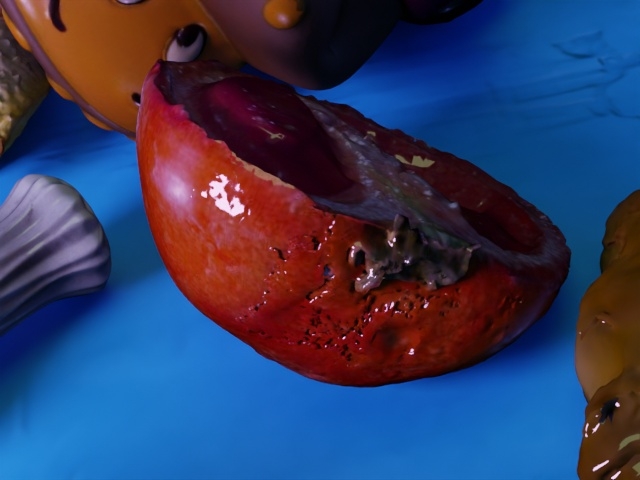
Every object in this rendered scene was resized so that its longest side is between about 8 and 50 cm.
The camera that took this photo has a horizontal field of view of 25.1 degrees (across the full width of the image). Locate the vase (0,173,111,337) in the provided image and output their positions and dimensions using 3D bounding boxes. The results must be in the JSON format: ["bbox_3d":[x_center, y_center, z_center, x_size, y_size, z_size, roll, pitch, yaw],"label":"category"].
[{"bbox_3d":[-0.162,0.030,0.630,0.081,0.081,0.149,28,51,35],"label":"vase"}]

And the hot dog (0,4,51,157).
[{"bbox_3d":[-0.216,-0.121,0.788,0.123,0.093,0.261,-14,59,-4],"label":"hot dog"}]

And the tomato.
[{"bbox_3d":[0.000,0.000,0.615,0.189,0.099,0.173,19,17,-25],"label":"tomato"}]

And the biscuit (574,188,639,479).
[{"bbox_3d":[0.250,0.032,0.539,0.335,0.078,0.329,-26,40,-19],"label":"biscuit"}]

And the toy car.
[{"bbox_3d":[-0.066,-0.210,0.761,0.240,0.271,0.340,-33,40,7],"label":"toy car"}]
